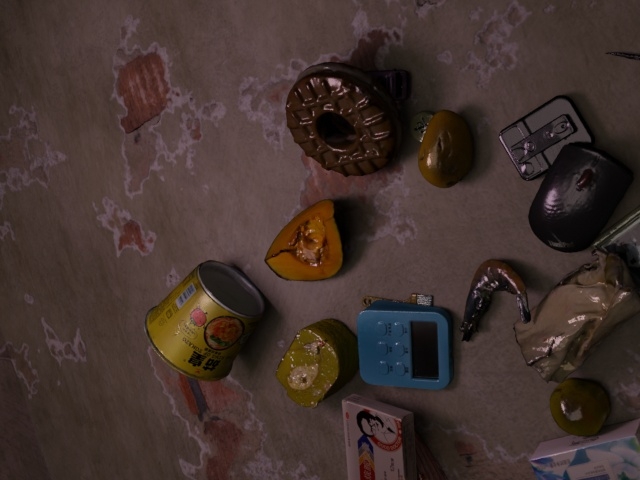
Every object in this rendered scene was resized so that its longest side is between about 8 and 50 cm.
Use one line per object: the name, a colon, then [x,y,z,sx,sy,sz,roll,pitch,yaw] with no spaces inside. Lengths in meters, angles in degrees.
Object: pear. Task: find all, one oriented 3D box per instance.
pear: [0.620,0.404,1.709,0.141,0.104,0.141,4,97,32]

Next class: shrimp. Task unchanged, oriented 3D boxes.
shrimp: [0.436,0.185,1.785,0.198,0.051,0.262,47,127,48]

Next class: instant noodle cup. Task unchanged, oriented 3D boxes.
instant noodle cup: [-0.341,0.232,2.189,0.325,0.325,0.254,45,111,17]

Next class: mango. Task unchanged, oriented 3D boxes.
mango: [0.311,-0.228,1.772,0.137,0.098,0.195,-4,107,7]

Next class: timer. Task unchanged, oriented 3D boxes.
timer: [0.233,0.291,1.944,0.250,0.091,0.231,3,106,29]
timer: [0.528,-0.240,1.670,0.187,0.055,0.144,-33,81,33]

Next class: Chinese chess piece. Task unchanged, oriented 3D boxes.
Chinese chess piece: [0.272,-0.293,1.836,0.084,0.034,0.084,8,104,33]

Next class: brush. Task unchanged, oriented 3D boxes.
brush: [0.211,0.181,1.986,0.218,0.010,0.082,5,103,32]

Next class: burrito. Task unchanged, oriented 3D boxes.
burrito: [0.611,0.178,1.652,0.135,0.190,0.332,29,123,-15]

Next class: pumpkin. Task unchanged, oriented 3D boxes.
pumpkin: [0.000,0.000,2.039,0.169,0.148,0.312,37,135,-23]

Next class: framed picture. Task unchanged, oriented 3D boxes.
framed picture: [0.786,0.054,1.586,0.232,0.019,0.296,-46,75,31]

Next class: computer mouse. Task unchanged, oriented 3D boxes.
computer mouse: [0.578,-0.084,1.623,0.170,0.100,0.269,29,123,15]

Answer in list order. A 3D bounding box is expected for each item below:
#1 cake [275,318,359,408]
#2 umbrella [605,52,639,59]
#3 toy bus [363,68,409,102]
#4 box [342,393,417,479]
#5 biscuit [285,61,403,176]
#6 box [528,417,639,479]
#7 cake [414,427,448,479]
cake: [-0.007,0.369,2.087,0.179,0.156,0.260,42,121,26]
umbrella: [0.697,-0.401,1.550,0.149,0.022,0.022,21,73,28]
toy bus: [0.139,-0.403,1.860,0.178,0.098,0.086,6,102,31]
box: [0.167,0.620,1.973,0.214,0.069,0.353,8,106,43]
biscuit: [0.057,-0.312,1.854,0.332,0.103,0.332,22,141,19]
box: [0.676,0.569,1.704,0.274,0.116,0.203,-26,86,34]
cake: [0.271,0.634,1.989,0.287,0.098,0.135,42,119,19]
